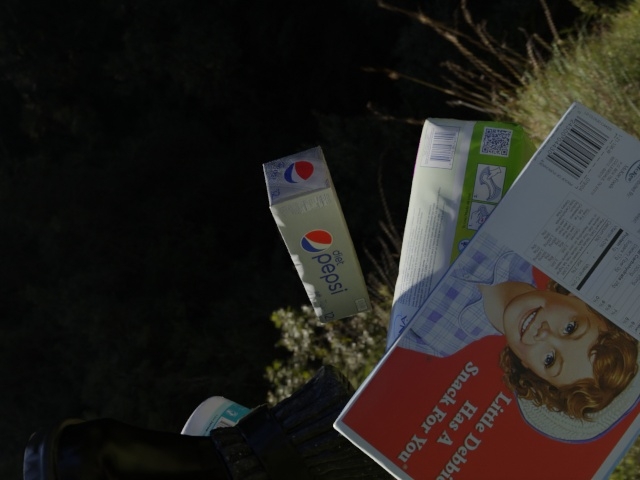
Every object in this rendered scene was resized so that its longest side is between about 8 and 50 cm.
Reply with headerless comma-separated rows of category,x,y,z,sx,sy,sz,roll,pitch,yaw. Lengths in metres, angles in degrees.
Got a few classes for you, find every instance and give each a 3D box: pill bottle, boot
pill bottle,-0.082,0.353,1.119,0.146,0.264,0.146,-57,-21,-35
boot,-0.082,0.209,0.705,0.260,0.348,0.131,-26,59,7

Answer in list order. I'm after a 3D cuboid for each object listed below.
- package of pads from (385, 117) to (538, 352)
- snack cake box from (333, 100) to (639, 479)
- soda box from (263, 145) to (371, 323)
package of pads,0.162,0.019,0.733,0.101,0.296,0.229,9,90,25
snack cake box,0.148,0.062,0.487,0.264,0.152,0.089,-52,-10,-3
soda box,0.000,0.000,1.113,0.286,0.091,0.098,69,-174,-45
